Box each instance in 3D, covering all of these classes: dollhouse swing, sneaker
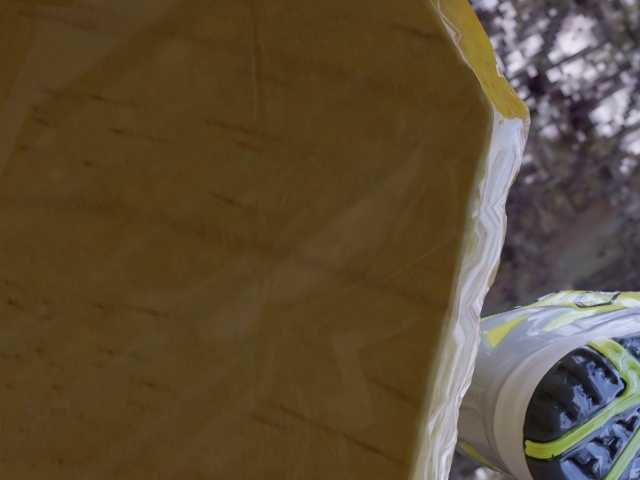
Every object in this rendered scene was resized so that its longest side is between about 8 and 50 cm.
[{"bbox_3d":[0.000,0.000,0.734,0.315,0.305,0.347,21,-74,33],"label":"dollhouse swing"},{"bbox_3d":[0.215,0.081,1.031,0.147,0.384,0.145,20,-82,44],"label":"sneaker"}]
